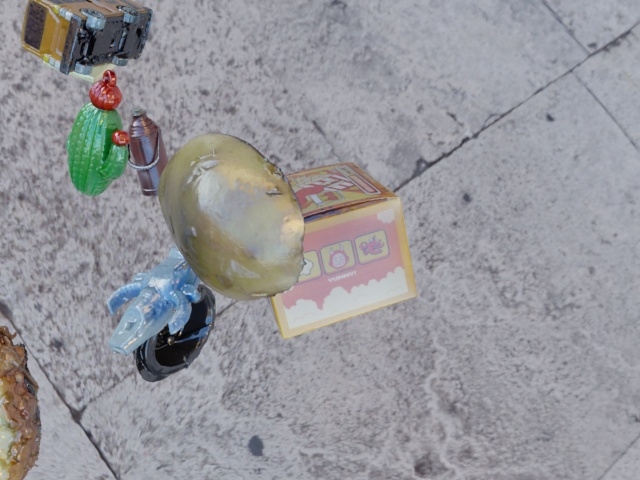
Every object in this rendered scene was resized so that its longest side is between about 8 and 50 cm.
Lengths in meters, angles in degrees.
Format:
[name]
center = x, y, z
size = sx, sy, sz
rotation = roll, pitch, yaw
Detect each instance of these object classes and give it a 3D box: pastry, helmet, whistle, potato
[pastry]
center = -0.697, 0.308, 1.315
size = 0.292, 0.337, 0.405
rotation = -24, 107, -25
[helmet]
center = -0.399, 0.209, 1.716
size = 0.160, 0.230, 0.279
rotation = 23, 47, 30
[whistle]
center = -0.302, 0.104, 1.296
size = 0.180, 0.093, 0.269
rotation = 11, 48, 30
[potato]
center = -0.154, -0.022, 0.964
size = 0.116, 0.239, 0.299
rotation = -22, 39, -34

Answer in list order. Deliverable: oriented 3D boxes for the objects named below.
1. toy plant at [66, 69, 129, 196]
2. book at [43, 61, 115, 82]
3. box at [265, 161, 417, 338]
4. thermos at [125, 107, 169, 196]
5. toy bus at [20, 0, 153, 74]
[toy plant]
center = -0.399, -0.180, 1.242
size = 0.088, 0.240, 0.154
rotation = -13, 73, -45
[book]
center = -0.453, -0.337, 1.290
size = 0.111, 0.014, 0.077
rotation = 21, 47, 9
[box]
center = 0.000, 0.000, 1.279
size = 0.260, 0.283, 0.213
rotation = -18, 113, -9
[thermos]
center = -0.458, -0.243, 1.826
size = 0.099, 0.232, 0.124
rotation = -1, 27, 15
[toy bus]
center = -0.366, -0.336, 1.085
size = 0.114, 0.098, 0.201
rotation = 30, 28, 7
